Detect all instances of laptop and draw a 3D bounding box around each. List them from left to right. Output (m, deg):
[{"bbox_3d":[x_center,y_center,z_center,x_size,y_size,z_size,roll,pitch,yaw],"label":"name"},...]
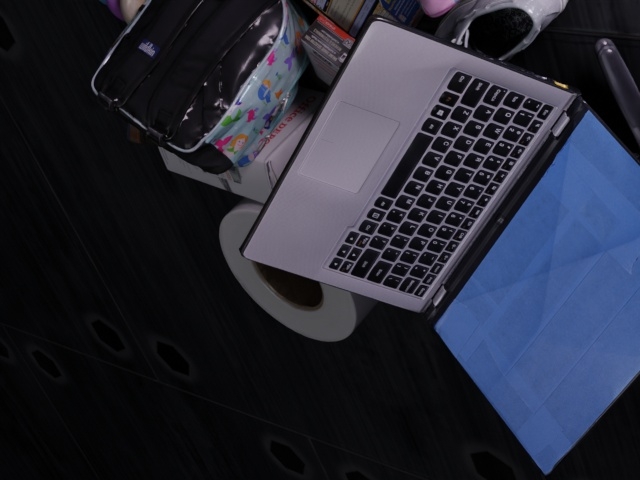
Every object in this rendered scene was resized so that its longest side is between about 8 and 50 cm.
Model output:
[{"bbox_3d":[0.163,0.018,1.552,0.407,0.236,0.382,18,129,-17],"label":"laptop"}]

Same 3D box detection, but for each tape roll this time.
[{"bbox_3d":[0.000,0.000,1.964,0.246,0.169,0.246,29,147,22],"label":"tape roll"}]

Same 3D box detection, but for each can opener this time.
[{"bbox_3d":[0.348,-0.140,1.504,0.186,0.073,0.059,56,-173,-15],"label":"can opener"}]

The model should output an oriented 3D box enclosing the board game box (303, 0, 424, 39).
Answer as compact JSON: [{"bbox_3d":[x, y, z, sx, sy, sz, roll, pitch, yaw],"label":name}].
[{"bbox_3d":[0.036,-0.315,1.647,0.193,0.045,0.147,41,150,3],"label":"board game box"}]

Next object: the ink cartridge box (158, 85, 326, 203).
[{"bbox_3d":[-0.099,-0.147,1.905,0.217,0.158,0.092,21,144,33],"label":"ink cartridge box"}]

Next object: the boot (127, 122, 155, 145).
[{"bbox_3d":[-0.229,-0.221,2.077,0.106,0.082,0.219,17,142,2],"label":"boot"}]

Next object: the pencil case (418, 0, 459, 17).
[{"bbox_3d":[0.077,-0.375,1.445,0.284,0.124,0.124,50,149,-13],"label":"pencil case"}]

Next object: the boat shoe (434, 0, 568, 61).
[{"bbox_3d":[0.183,-0.232,1.542,0.079,0.081,0.227,48,149,-9],"label":"boat shoe"}]

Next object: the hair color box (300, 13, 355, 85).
[{"bbox_3d":[0.024,-0.224,1.721,0.072,0.043,0.141,39,177,13],"label":"hair color box"}]

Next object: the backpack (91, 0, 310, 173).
[{"bbox_3d":[-0.134,-0.231,1.759,0.225,0.254,0.191,34,-176,28],"label":"backpack"}]

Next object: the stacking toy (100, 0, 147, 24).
[{"bbox_3d":[-0.321,-0.407,1.879,0.330,0.141,0.141,32,148,26],"label":"stacking toy"}]
